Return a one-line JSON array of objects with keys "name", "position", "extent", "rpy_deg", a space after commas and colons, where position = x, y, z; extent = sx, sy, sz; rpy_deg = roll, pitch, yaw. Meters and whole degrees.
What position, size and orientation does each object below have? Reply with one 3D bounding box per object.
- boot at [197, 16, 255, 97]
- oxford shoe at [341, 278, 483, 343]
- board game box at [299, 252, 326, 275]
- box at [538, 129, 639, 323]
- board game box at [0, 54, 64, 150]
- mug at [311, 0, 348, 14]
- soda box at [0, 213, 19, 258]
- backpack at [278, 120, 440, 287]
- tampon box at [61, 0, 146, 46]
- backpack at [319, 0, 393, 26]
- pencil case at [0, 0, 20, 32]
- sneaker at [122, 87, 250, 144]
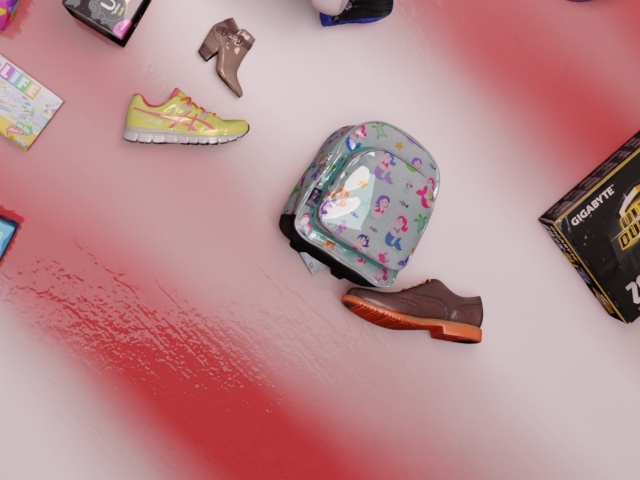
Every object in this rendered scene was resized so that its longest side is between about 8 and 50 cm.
[{"name": "boot", "position": [-0.144, -0.310, 1.468], "extent": [0.087, 0.042, 0.118], "rpy_deg": [-42, 104, -5]}, {"name": "oxford shoe", "position": [0.167, 0.114, 1.578], "extent": [0.271, 0.097, 0.098], "rpy_deg": [15, 75, -17]}, {"name": "board game box", "position": [0.000, 0.000, 1.552], "extent": [0.090, 0.020, 0.090], "rpy_deg": [-33, 103, -6]}, {"name": "box", "position": [0.609, -0.043, 1.642], "extent": [0.322, 0.079, 0.257], "rpy_deg": [-40, 105, -4]}, {"name": "board game box", "position": [-0.508, -0.231, 1.412], "extent": [0.154, 0.026, 0.103], "rpy_deg": [36, 89, -14]}, {"name": "mug", "position": [0.052, -0.505, 1.249], "extent": [0.276, 0.328, 0.374], "rpy_deg": [15, 126, 2]}, {"name": "soda box", "position": [-0.570, 0.052, 1.420], "extent": [0.071, 0.067, 0.210], "rpy_deg": [27, 91, -14]}, {"name": "backpack", "position": [0.080, -0.072, 1.470], "extent": [0.225, 0.191, 0.253], "rpy_deg": [34, 75, -18]}, {"name": "tampon box", "position": [-0.321, -0.382, 1.359], "extent": [0.101, 0.161, 0.120], "rpy_deg": [30, 92, -14]}, {"name": "backpack", "position": [0.056, -0.410, 1.463], "extent": [0.120, 0.101, 0.098], "rpy_deg": [-9, 102, -14]}, {"name": "pencil case", "position": [-0.567, -0.409, 1.338], "extent": [0.236, 0.104, 0.104], "rpy_deg": [22, 93, -13]}, {"name": "sneaker", "position": [-0.220, -0.204, 1.448], "extent": [0.208, 0.081, 0.094], "rpy_deg": [1, 96, -11]}]
